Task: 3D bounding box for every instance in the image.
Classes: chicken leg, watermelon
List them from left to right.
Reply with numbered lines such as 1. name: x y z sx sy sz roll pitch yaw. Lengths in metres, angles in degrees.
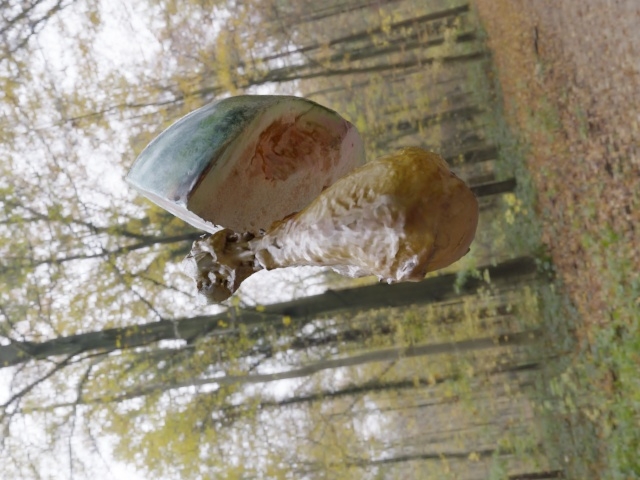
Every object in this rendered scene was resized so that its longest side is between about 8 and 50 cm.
1. watermelon: -0.078 -0.085 0.795 0.175 0.188 0.322 -64 -26 -5
2. chicken leg: -0.001 -0.003 0.552 0.087 0.251 0.107 68 -156 -16
